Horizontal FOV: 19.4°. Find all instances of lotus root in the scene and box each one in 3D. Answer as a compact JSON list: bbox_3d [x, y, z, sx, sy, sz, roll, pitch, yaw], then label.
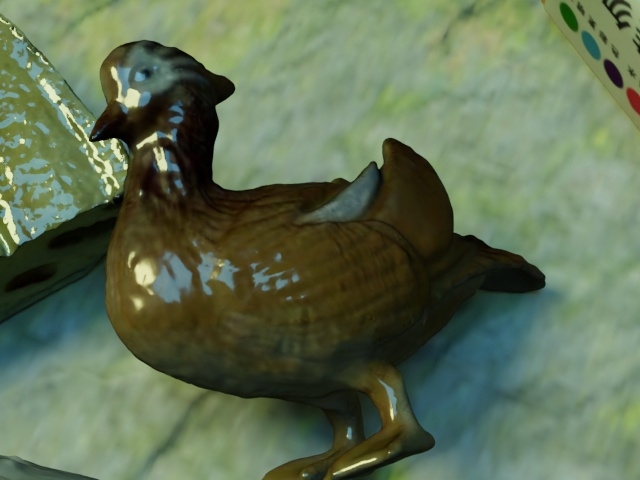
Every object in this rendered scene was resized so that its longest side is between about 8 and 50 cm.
[{"bbox_3d":[-0.151,-0.029,0.742,0.143,0.070,0.144,-23,70,-6],"label":"lotus root"}]

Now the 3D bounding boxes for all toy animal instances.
[{"bbox_3d":[0.000,0.000,0.711,0.188,0.089,0.179,-15,82,-35],"label":"toy animal"}]

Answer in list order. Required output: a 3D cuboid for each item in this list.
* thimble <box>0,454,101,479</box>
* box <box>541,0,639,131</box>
[{"bbox_3d":[-0.092,0.171,0.552,0.172,0.236,0.205,15,70,7],"label":"thimble"},{"bbox_3d":[0.262,-0.100,0.776,0.274,0.091,0.220,-30,69,-15],"label":"box"}]
